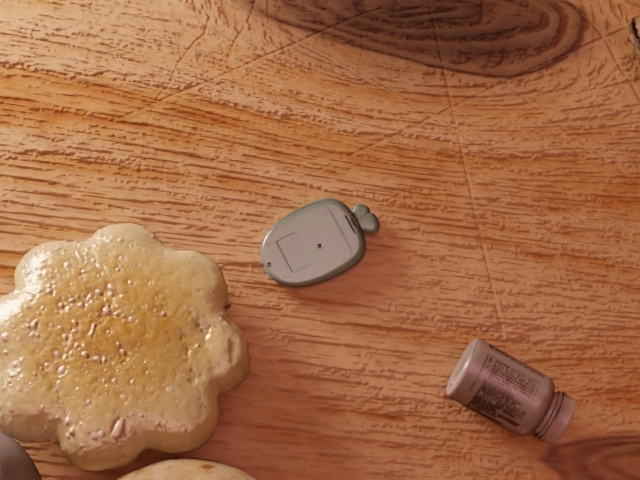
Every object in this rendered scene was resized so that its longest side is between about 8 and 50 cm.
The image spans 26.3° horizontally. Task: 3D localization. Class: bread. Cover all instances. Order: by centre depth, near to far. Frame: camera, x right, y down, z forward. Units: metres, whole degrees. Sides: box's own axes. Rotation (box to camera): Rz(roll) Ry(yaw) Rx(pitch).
[{"bbox_3d":[-0.233,0.111,1.541,0.316,0.054,0.316,2,61,-3],"label":"bread"}]

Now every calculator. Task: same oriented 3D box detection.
[{"bbox_3d":[0.000,0.000,1.653,0.153,0.021,0.095,-26,81,-10],"label":"calculator"}]

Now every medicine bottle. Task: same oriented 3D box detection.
[{"bbox_3d":[0.224,0.180,1.605,0.140,0.079,0.079,28,73,0],"label":"medicine bottle"}]

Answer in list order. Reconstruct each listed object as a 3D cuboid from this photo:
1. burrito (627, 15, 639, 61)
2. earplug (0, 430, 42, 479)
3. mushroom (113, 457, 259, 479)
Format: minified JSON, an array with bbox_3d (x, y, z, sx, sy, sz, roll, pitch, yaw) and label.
[{"bbox_3d":[0.524,-0.154,1.727,0.175,0.107,0.348,-29,78,2],"label":"burrito"},{"bbox_3d":[-0.407,0.336,1.430,0.214,0.175,0.326,26,103,-1],"label":"earplug"},{"bbox_3d":[-0.143,0.335,1.478,0.253,0.195,0.189,6,41,1],"label":"mushroom"}]
